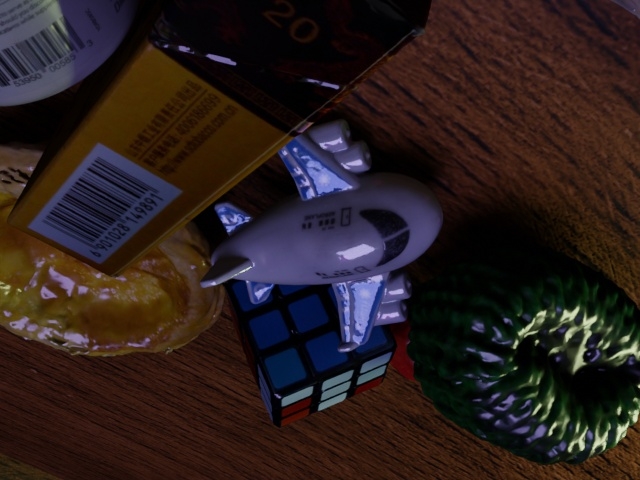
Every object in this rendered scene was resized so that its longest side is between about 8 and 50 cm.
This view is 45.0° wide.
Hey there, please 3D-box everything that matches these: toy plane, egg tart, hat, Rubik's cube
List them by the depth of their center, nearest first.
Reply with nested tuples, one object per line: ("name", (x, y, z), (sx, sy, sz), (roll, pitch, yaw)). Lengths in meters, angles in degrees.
("toy plane", (0.002, -0.002, 0.841), (0.267, 0.122, 0.266), (4, 114, 10))
("hat", (0.204, 0.117, 0.943), (0.274, 0.242, 0.332), (41, 164, -23))
("egg tart", (-0.301, 0.001, 0.973), (0.388, 0.169, 0.387), (5, 142, 4))
("Rubik's cube", (-0.015, 0.118, 0.974), (0.162, 0.160, 0.163), (-20, 156, -13))

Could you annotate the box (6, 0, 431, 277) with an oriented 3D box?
("box", (-0.075, -0.163, 0.582), (0.116, 0.264, 0.415), (32, 144, -22))

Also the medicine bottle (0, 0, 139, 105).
("medicine bottle", (-0.221, -0.215, 0.407), (0.157, 0.157, 0.288), (4, 153, 16))

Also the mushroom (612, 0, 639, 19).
("mushroom", (0.188, -0.254, 0.555), (0.068, 0.043, 0.306), (21, 156, 39))
